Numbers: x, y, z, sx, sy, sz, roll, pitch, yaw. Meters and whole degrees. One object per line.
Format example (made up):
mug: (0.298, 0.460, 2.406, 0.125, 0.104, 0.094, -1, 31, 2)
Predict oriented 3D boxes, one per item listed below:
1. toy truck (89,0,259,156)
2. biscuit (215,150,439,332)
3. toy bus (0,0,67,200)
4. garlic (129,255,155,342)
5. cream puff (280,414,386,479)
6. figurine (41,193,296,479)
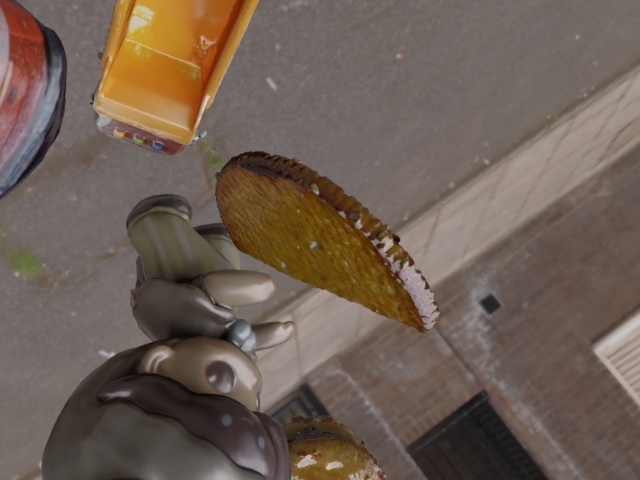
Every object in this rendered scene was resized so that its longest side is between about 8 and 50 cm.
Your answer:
toy truck: (-0.120, -0.181, 0.647, 0.270, 0.114, 0.135, 130, -25, -52)
biscuit: (-0.009, -0.010, 0.528, 0.025, 0.206, 0.126, -45, 133, -25)
toy bus: (-0.267, -0.132, 0.354, 0.128, 0.302, 0.147, -51, 166, 9)
garlic: (-0.192, 0.065, 0.970, 0.101, 0.147, 0.159, 0, 162, -24)
cream puff: (-0.014, 0.392, 1.170, 0.240, 0.240, 0.164, -34, -177, -10)
figurine: (-0.127, 0.135, 0.681, 0.203, 0.381, 0.248, -9, 146, 10)
